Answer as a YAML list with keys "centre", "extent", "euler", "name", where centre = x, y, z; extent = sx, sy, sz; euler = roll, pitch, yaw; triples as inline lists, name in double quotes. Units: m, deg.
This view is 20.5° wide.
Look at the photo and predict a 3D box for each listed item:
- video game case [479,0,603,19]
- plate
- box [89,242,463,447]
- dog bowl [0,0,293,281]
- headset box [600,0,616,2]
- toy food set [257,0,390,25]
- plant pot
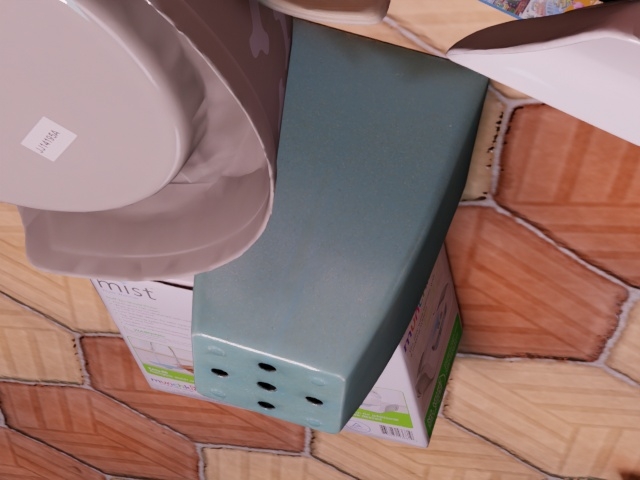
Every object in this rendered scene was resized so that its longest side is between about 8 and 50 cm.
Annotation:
- centre: [0.168, -0.154, 1.062]
  extent: [0.166, 0.015, 0.119]
  euler: [23, 154, -9]
  name: "video game case"
- centre: [0.226, -0.062, 0.892]
  extent: [0.278, 0.045, 0.277]
  euler: [21, 180, -13]
  name: "plate"
- centre: [-0.033, 0.050, 1.455]
  extent: [0.262, 0.126, 0.231]
  euler: [10, 152, 18]
  name: "box"
- centre: [-0.172, -0.113, 0.884]
  extent: [0.349, 0.102, 0.348]
  euler: [16, 153, 9]
  name: "dog bowl"
- centre: [0.302, -0.138, 0.796]
  extent: [0.283, 0.131, 0.246]
  euler: [21, 174, -5]
  name: "headset box"
- centre: [-0.016, -0.267, 0.741]
  extent: [0.092, 0.219, 0.306]
  euler: [-2, 147, 18]
  name: "toy food set"
- centre: [0.000, 0.000, 1.219]
  extent: [0.166, 0.234, 0.165]
  euler: [16, 153, 6]
  name: "plant pot"
